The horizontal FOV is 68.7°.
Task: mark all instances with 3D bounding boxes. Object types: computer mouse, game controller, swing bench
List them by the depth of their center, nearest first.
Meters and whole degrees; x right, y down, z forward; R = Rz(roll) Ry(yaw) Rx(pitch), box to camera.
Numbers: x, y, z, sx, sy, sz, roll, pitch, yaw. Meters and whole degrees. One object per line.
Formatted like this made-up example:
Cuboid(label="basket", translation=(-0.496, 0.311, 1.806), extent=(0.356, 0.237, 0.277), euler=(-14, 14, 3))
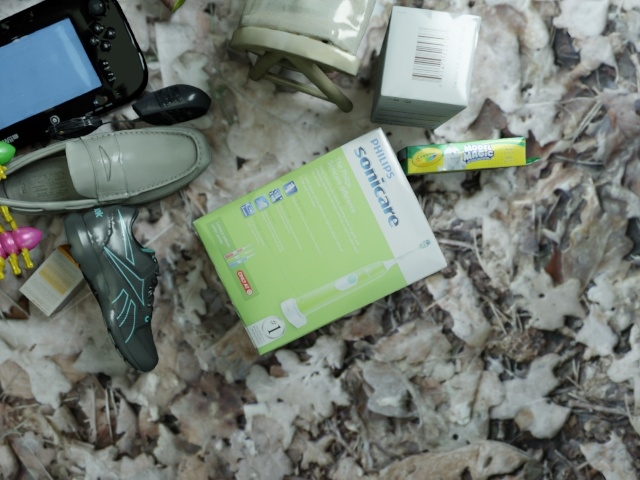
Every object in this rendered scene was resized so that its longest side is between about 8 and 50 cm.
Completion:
Cuboid(label="swing bench", translation=(0.004, -0.322, 0.574), extent=(0.165, 0.255, 0.253), euler=(19, 96, 0))
Cuboid(label="computer mouse", translation=(-0.280, -0.188, 0.684), extent=(0.242, 0.071, 0.041), euler=(-11, 89, -2))
Cuboid(label="game controller", translation=(-0.417, -0.241, 0.689), extent=(0.319, 0.067, 0.167), euler=(-21, 94, 4))

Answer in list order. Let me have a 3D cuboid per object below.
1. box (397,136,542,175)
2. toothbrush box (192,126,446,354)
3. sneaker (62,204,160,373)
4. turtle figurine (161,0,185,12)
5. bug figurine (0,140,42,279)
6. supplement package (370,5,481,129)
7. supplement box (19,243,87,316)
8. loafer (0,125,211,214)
Cuboid(label="box", translation=(0.205, -0.117, 0.662), extent=(0.179, 0.105, 0.043), euler=(-2, 96, 1))
Cuboid(label="toothbrush box", translation=(0.000, 0.000, 0.672), extent=(0.283, 0.122, 0.206), euler=(-27, 94, 5))
Cuboid(label="sneaker", translation=(-0.283, 0.075, 0.699), extent=(0.106, 0.101, 0.267), euler=(-23, 110, -23))
Cuboid(label="turtle figurine", translation=(-0.259, -0.432, 0.619), extent=(0.217, 0.087, 0.269), euler=(35, 123, -13))
Cuboid(label="bug figurine", translation=(-0.482, -0.030, 0.585), extent=(0.216, 0.072, 0.279), euler=(-18, 93, -16))
Cuboid(label="supplement package", translation=(0.128, -0.216, 0.617), extent=(0.105, 0.179, 0.105), euler=(7, 96, 1))
Cuboid(label="supplement box", translation=(-0.408, 0.061, 0.733), extent=(0.062, 0.036, 0.098), euler=(45, 95, -3))
Cuboid(label="loafer", translation=(-0.319, -0.097, 0.677), extent=(0.319, 0.111, 0.112), euler=(-15, 95, 3))
